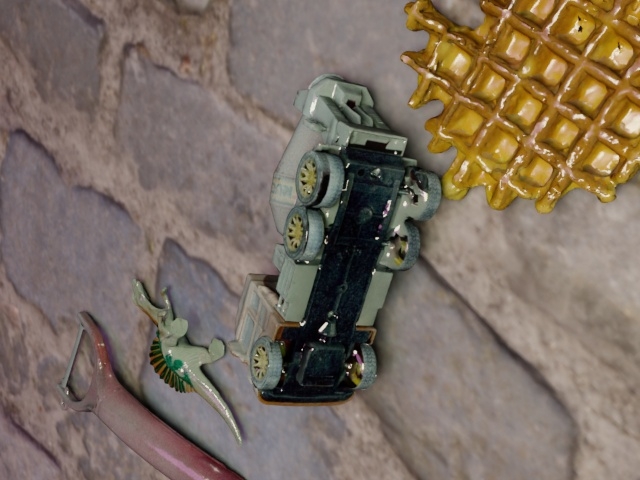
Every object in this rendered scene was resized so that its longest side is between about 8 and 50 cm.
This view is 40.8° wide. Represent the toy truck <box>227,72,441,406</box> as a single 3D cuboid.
[{"bbox_3d":[0.000,0.000,0.715,0.140,0.108,0.256,46,125,55],"label":"toy truck"}]

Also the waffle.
[{"bbox_3d":[0.168,-0.135,0.619,0.232,0.051,0.228,-6,93,33],"label":"waffle"}]

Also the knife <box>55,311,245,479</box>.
[{"bbox_3d":[-0.189,0.200,0.904,0.278,0.053,0.123,34,119,26],"label":"knife"}]

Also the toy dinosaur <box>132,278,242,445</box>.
[{"bbox_3d":[-0.142,0.122,0.871,0.106,0.044,0.187,-18,99,47],"label":"toy dinosaur"}]
